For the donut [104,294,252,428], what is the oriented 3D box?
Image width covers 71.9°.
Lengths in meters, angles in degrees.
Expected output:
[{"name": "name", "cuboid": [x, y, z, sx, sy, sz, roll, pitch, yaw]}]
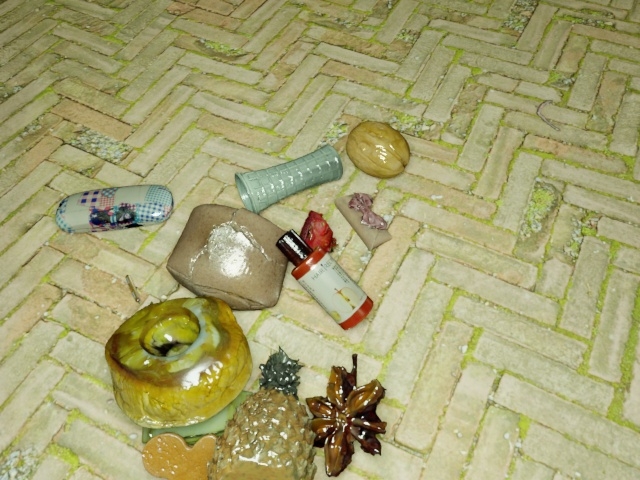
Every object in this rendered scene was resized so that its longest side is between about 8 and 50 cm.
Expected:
[{"name": "donut", "cuboid": [-0.311, 0.243, 0.980, 0.331, 0.159, 0.330, -4, 29, 2]}]

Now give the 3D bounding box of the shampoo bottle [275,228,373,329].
[{"name": "shampoo bottle", "cuboid": [0.002, 0.088, 1.087, 0.278, 0.104, 0.104, 47, 67, -4]}]

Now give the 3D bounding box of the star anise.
[{"name": "star anise", "cuboid": [0.061, 0.387, 0.952, 0.220, 0.126, 0.190, -45, 37, 1]}]

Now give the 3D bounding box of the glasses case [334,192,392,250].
[{"name": "glasses case", "cuboid": [0.135, -0.074, 1.264, 0.103, 0.070, 0.193, -26, 63, -16]}]

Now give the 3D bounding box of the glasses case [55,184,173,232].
[{"name": "glasses case", "cuboid": [-0.594, -0.094, 1.279, 0.328, 0.076, 0.125, -7, 60, -4]}]

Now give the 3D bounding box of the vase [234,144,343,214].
[{"name": "vase", "cuboid": [-0.086, -0.183, 1.297, 0.299, 0.143, 0.143, -24, 62, -16]}]

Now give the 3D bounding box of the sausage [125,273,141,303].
[{"name": "sausage", "cuboid": [-0.501, 0.129, 1.180, 0.015, 0.015, 0.100, -29, 63, -16]}]

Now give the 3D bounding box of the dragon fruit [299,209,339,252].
[{"name": "dragon fruit", "cuboid": [0.000, 0.000, 1.192, 0.111, 0.153, 0.152, 16, 59, -11]}]

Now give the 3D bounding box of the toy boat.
[{"name": "toy boat", "cuboid": [-0.264, 0.390, 0.982, 0.277, 0.084, 0.111, -5, 57, -1]}]

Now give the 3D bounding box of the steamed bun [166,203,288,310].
[{"name": "steamed bun", "cuboid": [-0.231, 0.032, 1.129, 0.302, 0.199, 0.251, 15, 61, 9]}]

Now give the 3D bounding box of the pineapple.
[{"name": "pineapple", "cuboid": [-0.099, 0.374, 0.900, 0.202, 0.201, 0.362, 3, 26, 2]}]

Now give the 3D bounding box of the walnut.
[{"name": "walnut", "cuboid": [0.173, -0.275, 1.339, 0.207, 0.159, 0.159, 32, 64, 17]}]

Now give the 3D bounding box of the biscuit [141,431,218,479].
[{"name": "biscuit", "cuboid": [-0.250, 0.480, 0.906, 0.250, 0.036, 0.165, 32, 81, -1]}]
